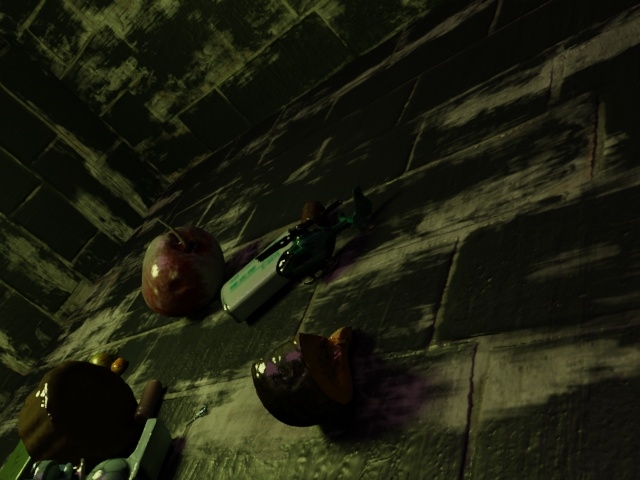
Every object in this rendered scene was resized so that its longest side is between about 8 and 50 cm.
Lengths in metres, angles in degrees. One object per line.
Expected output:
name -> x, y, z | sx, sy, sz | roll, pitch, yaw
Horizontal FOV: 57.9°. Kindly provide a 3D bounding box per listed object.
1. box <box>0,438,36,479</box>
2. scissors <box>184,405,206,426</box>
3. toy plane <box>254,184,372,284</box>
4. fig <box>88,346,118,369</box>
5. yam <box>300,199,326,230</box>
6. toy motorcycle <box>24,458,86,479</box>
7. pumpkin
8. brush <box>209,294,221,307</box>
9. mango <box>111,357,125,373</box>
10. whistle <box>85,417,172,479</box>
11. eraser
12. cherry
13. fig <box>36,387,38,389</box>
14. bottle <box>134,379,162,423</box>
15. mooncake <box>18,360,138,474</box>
box -> -0.897, 0.734, 1.835 | 0.253, 0.178, 0.328 | -30, 28, 28
scissors -> -0.339, 0.478, 1.563 | 0.083, 0.006, 0.036 | -40, 22, 11
toy plane -> 0.000, 0.000, 1.621 | 0.382, 0.155, 0.106 | -33, 20, -15
fig -> -0.865, 0.468, 2.330 | 0.093, 0.093, 0.166 | -25, 26, 37
yam -> -0.025, -0.063, 1.850 | 0.079, 0.079, 0.141 | -34, 27, 24
toy motorcycle -> -0.642, 0.703, 1.415 | 0.182, 0.241, 0.319 | -15, 60, 22
pumpkin -> -0.032, 0.250, 1.210 | 0.139, 0.190, 0.280 | -36, 24, 22
brush -> -0.354, 0.208, 2.004 | 0.083, 0.021, 0.018 | -36, 23, 33
mango -> -0.775, 0.478, 2.216 | 0.060, 0.046, 0.089 | -49, 20, -7
whistle -> -0.500, 0.595, 1.456 | 0.164, 0.163, 0.289 | -32, 25, 26
eraser -> -0.169, 0.106, 1.775 | 0.290, 0.104, 0.189 | -41, 20, 7
cherry -> -0.494, 0.110, 2.063 | 0.335, 0.292, 0.326 | 135, 155, -60
fig -> -0.877, 0.553, 2.031 | 0.263, 0.224, 0.224 | -31, 27, 24
bottle -> -0.528, 0.496, 1.780 | 0.053, 0.053, 0.140 | -34, 26, 23
mooncake -> -0.711, 0.526, 1.704 | 0.187, 0.324, 0.324 | -41, 23, 20
